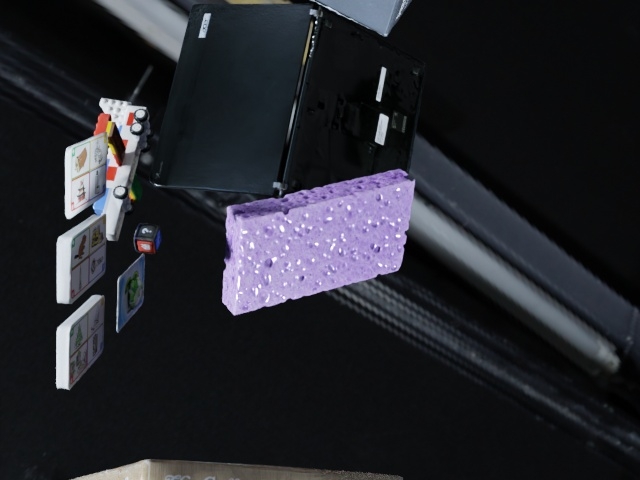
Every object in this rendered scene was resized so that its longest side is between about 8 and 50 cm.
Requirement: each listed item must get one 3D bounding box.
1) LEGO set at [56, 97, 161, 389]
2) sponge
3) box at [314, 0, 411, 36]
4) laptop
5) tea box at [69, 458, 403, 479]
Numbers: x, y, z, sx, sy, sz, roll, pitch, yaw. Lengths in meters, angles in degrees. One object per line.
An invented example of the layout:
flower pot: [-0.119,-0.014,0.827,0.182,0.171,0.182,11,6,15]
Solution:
LEGO set: [-0.181,-0.013,0.744,0.060,0.183,0.244,7,-163,5]
sponge: [0.000,0.000,0.942,0.210,0.117,0.031,-14,-143,-29]
box: [0.131,-0.687,1.443,0.297,0.480,0.472,30,-118,8]
laptop: [-0.030,-0.138,1.055,0.264,0.136,0.234,20,-107,-31]
tea box: [-0.108,0.352,0.703,0.219,0.329,0.324,13,-115,-30]
